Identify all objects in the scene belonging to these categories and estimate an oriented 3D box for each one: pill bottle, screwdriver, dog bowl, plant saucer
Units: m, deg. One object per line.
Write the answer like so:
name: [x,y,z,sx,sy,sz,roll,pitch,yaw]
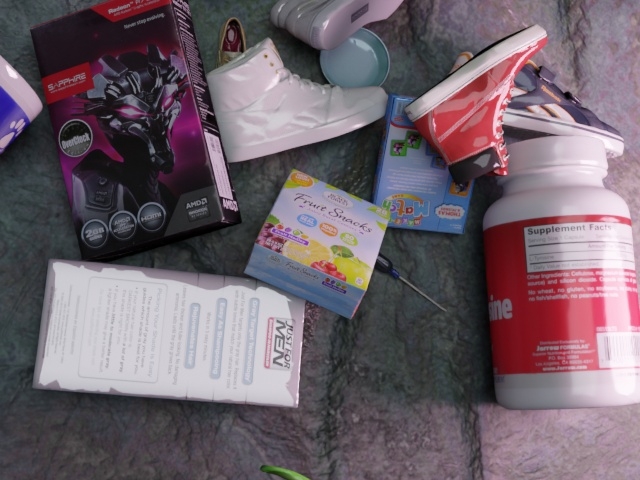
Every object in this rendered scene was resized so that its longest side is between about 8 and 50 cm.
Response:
pill bottle: [0.373,0.053,1.450,0.229,0.229,0.407,-1,81,-12]
screwdriver: [0.137,0.068,1.505,0.170,0.024,0.025,40,46,-5]
dog bowl: [-0.524,-0.234,1.288,0.265,0.265,0.104,38,77,-4]
plant saucer: [0.055,-0.296,1.545,0.119,0.021,0.119,2,80,-11]

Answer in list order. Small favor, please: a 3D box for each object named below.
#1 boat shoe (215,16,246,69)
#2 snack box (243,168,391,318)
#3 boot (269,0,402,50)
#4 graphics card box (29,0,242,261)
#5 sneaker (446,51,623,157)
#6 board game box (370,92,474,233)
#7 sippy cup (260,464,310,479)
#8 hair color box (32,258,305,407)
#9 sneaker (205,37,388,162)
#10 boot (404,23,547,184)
boat shoe: [-0.143,-0.293,1.490,0.050,0.045,0.135,-3,82,-12]
snack box: [0.000,0.000,1.398,0.175,0.070,0.207,23,37,-2]
boot: [0.033,-0.403,1.522,0.123,0.095,0.258,30,48,26]
graphics card box: [-0.275,-0.172,1.379,0.233,0.094,0.370,-15,85,11]
sneaker: [0.362,-0.228,1.545,0.321,0.126,0.127,14,84,-8]
board game box: [0.170,-0.120,1.485,0.160,0.039,0.211,6,108,-11]
sippy cup: [-0.115,0.480,1.294,0.224,0.240,0.305,23,38,3]
hair color box: [-0.217,0.140,1.371,0.375,0.113,0.185,6,80,-10]
sneaker: [-0.036,-0.239,1.451,0.293,0.108,0.169,-17,107,-13]
boot: [0.272,-0.200,1.411,0.244,0.088,0.176,-37,96,-2]
